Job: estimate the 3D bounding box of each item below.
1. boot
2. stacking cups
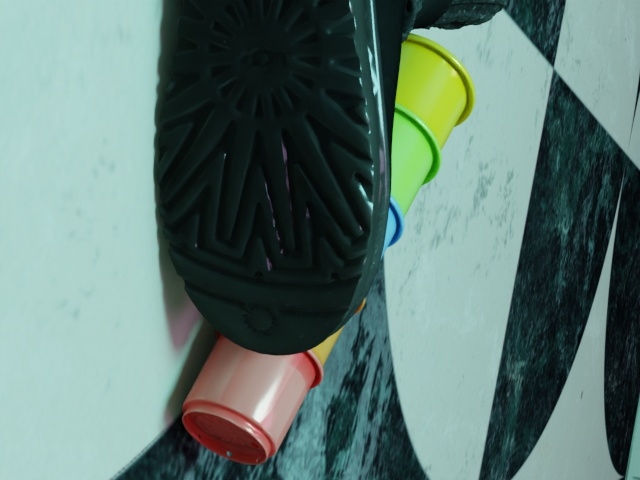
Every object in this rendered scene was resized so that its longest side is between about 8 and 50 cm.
[{"bbox_3d":[0.025,-0.122,0.785,0.260,0.131,0.348,-21,117,-63],"label":"boot"},{"bbox_3d":[0.000,0.000,0.849,0.316,0.096,0.096,-59,149,-30],"label":"stacking cups"}]
